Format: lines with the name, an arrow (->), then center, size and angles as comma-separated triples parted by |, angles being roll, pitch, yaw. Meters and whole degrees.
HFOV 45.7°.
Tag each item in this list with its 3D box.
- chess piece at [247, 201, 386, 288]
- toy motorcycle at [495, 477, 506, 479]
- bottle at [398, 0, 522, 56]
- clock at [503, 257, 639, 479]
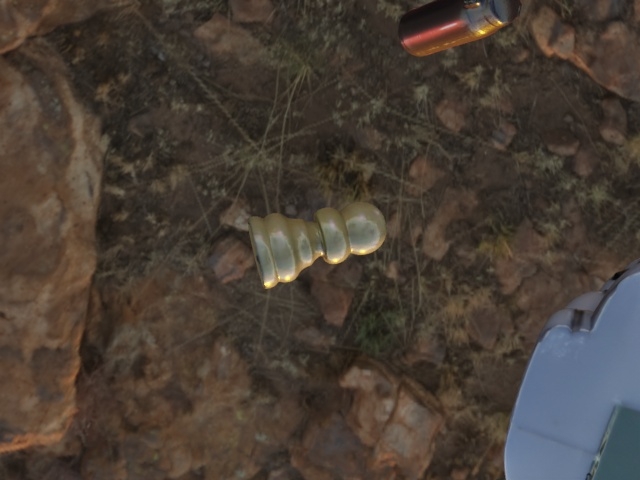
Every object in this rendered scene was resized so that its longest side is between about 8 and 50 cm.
chess piece -> 0.000, 0.000, 0.948 | 0.170, 0.094, 0.094 | -11, 126, -7
toy motorcycle -> 0.174, 0.226, 0.485 | 0.159, 0.106, 0.270 | -5, 135, 17
bottle -> 0.148, -0.241, 0.820 | 0.060, 0.060, 0.164 | 43, 165, -22
clock -> 0.215, 0.057, 0.391 | 0.189, 0.254, 0.188 | 12, 117, 25
